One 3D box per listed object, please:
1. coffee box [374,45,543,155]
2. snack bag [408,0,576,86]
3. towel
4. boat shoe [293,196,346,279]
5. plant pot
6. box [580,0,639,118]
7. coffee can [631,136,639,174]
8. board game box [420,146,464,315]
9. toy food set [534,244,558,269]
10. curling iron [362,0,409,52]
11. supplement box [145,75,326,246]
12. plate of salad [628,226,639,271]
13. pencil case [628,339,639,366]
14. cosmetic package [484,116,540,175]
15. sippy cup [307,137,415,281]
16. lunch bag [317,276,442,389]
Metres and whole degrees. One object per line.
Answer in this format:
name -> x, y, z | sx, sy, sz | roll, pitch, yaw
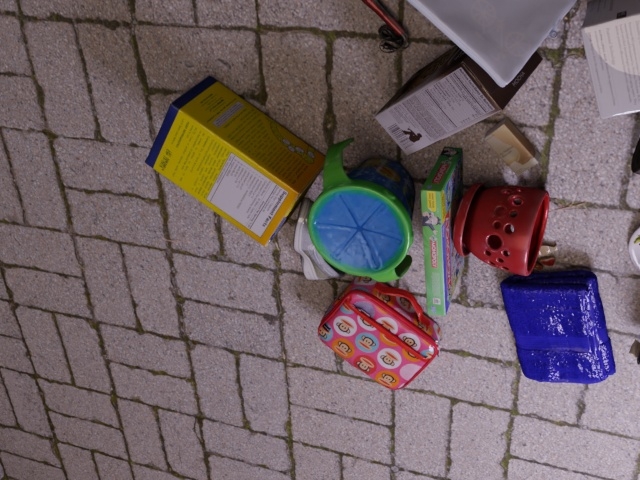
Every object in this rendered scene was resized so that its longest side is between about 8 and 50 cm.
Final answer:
coffee box -> 0.263, -0.297, 1.483 | 0.119, 0.168, 0.297 | 47, 152, -12
snack bag -> 0.304, -0.476, 1.345 | 0.323, 0.342, 0.037 | 40, 165, -7
towel -> 0.566, 0.216, 1.807 | 0.228, 0.076, 0.308 | -7, 120, 26
boat shoe -> 0.000, 0.003, 1.854 | 0.103, 0.118, 0.320 | 5, 148, 11
plant pot -> 0.395, -0.034, 1.660 | 0.174, 0.191, 0.191 | 16, 127, 25
box -> 0.559, -0.345, 1.383 | 0.119, 0.181, 0.181 | -9, 117, 27
coffee can -> 0.757, -0.163, 1.404 | 0.276, 0.201, 0.201 | 25, 128, 6
board game box -> 0.278, -0.021, 1.697 | 0.046, 0.213, 0.317 | 5, 123, 20
toy food set -> 0.493, 0.042, 1.770 | 0.122, 0.019, 0.077 | -3, 120, 16
curling iron -> 0.086, -0.500, 1.579 | 0.068, 0.035, 0.274 | -33, 104, 36
supplement box -> -0.198, -0.190, 1.804 | 0.357, 0.195, 0.194 | 35, 128, -1
plate of salad -> 0.758, 0.035, 1.610 | 0.200, 0.048, 0.199 | 22, 140, 20
pencil case -> 0.905, 0.265, 1.645 | 0.411, 0.159, 0.183 | 18, 138, 12
cosmetic package -> 0.413, -0.202, 1.629 | 0.115, 0.041, 0.060 | 44, 128, -8
sippy cup -> 0.114, -0.073, 1.726 | 0.240, 0.224, 0.305 | 16, 126, 10
lunch bag -> 0.166, 0.230, 1.978 | 0.293, 0.120, 0.258 | 36, 124, -3
